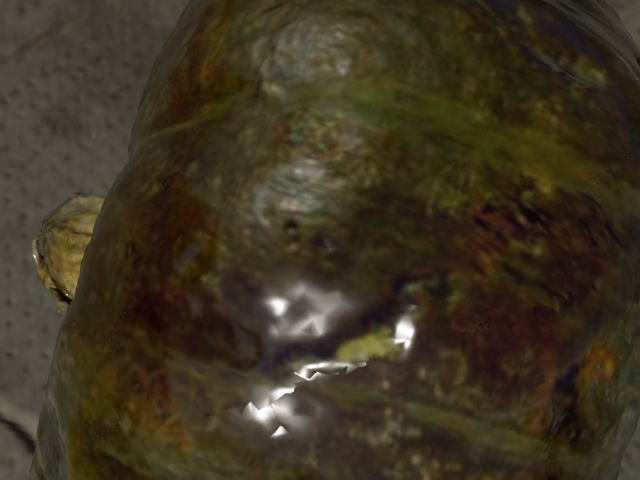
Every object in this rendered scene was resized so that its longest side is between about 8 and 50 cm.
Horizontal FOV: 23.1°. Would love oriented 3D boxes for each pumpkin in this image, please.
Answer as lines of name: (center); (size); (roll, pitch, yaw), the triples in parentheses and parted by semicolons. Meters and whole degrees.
pumpkin: (0.000, 0.000, 0.544); (0.242, 0.232, 0.325); (8, 52, 10)
